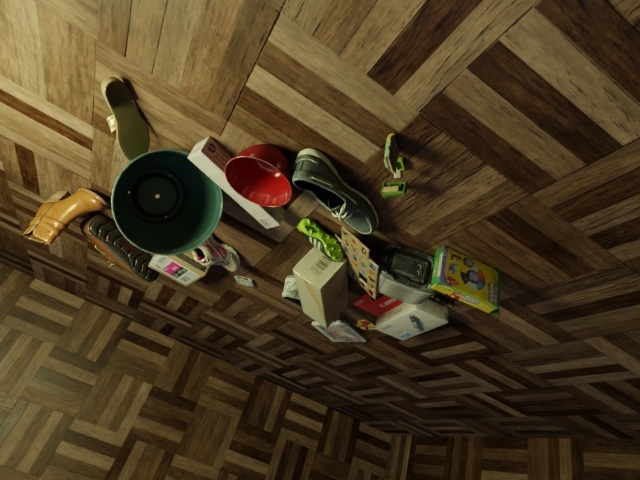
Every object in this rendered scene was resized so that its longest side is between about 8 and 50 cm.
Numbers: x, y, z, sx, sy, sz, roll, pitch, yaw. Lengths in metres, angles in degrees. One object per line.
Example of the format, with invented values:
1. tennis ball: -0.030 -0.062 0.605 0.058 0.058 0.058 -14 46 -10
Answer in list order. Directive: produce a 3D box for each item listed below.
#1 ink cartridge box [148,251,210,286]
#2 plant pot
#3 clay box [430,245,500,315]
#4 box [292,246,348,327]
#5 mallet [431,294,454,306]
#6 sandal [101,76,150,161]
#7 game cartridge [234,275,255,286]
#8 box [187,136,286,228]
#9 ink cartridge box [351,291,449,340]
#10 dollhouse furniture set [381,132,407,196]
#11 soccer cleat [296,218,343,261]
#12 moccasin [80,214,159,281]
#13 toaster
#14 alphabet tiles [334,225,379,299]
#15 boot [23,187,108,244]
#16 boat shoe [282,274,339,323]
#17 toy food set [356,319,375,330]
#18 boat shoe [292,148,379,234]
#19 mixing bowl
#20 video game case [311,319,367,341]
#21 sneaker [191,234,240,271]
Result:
1. ink cartridge box: -0.588 0.093 1.709 0.193 0.088 0.235 33 146 -23
2. plant pot: -0.459 -0.120 1.185 0.293 0.293 0.196 45 166 -34
3. clay box: 0.433 0.117 1.173 0.222 0.127 0.053 22 147 -6
4. box: 0.009 0.163 1.421 0.121 0.148 0.311 32 155 25
5. mallet: 0.384 0.183 1.389 0.190 0.039 0.062 20 146 -10
6. sandal: -0.527 -0.329 1.086 0.079 0.088 0.240 41 149 26
7. game cartridge: -0.328 0.177 1.764 0.083 0.017 0.056 10 150 14
8. box: -0.230 -0.156 1.173 0.067 0.063 0.324 -14 135 39
9. ink cartridge box: 0.286 0.272 1.538 0.261 0.066 0.296 25 147 -11
10. dollhouse furniture set: 0.155 -0.169 0.942 0.059 0.076 0.151 -1 143 27
11. soccer cleat: 0.000 0.000 1.286 0.179 0.060 0.072 45 158 -12
12. moccasin: -0.844 0.046 1.729 0.147 0.139 0.380 -3 144 41
13. toaster: 0.254 0.108 1.255 0.227 0.129 0.146 18 150 4
14. alphabet tiles: 0.109 0.062 1.270 0.198 0.009 0.237 44 158 29
15. boot: -0.941 -0.087 1.502 0.284 0.220 0.109 8 145 18
16. boat shoe: -0.040 0.260 1.654 0.118 0.103 0.320 -9 138 36
17. toy food set: 0.199 0.368 1.767 0.083 0.020 0.082 26 147 -12
18. boat shoe: 0.040 -0.100 1.082 0.116 0.099 0.319 -14 135 40
19. mixing bowl: -0.144 -0.181 1.059 0.182 0.098 0.181 14 147 10
20. video game case: 0.088 0.427 1.910 0.201 0.023 0.183 -12 136 39
21. sneaker: -0.413 0.053 1.535 0.103 0.111 0.252 -14 135 41
